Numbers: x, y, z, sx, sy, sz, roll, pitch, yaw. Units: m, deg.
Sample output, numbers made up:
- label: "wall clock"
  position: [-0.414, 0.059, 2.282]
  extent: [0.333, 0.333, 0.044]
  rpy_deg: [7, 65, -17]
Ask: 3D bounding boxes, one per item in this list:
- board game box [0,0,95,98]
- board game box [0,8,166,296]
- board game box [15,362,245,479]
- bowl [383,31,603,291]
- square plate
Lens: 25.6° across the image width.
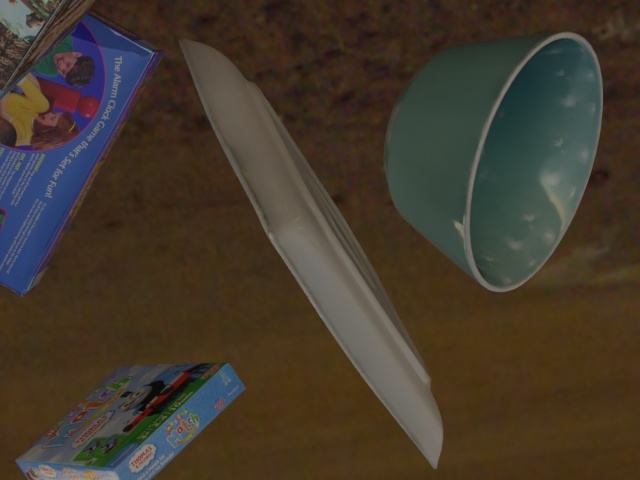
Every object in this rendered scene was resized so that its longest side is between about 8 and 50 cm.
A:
- label: "board game box"
  position: [-0.254, -0.289, 1.093]
  extent: [0.291, 0.232, 0.141]
  rpy_deg: [-41, -170, 44]
- label: "board game box"
  position: [-0.378, -0.140, 1.737]
  extent: [0.347, 0.233, 0.078]
  rpy_deg: [-59, -178, 9]
- label: "board game box"
  position: [-0.193, 0.185, 1.404]
  extent: [0.160, 0.039, 0.211]
  rpy_deg: [-43, -160, -33]
- label: "bowl"
  position: [0.189, -0.109, 1.660]
  extent: [0.163, 0.311, 0.311]
  rpy_deg: [20, 177, 32]
- label: "square plate"
  position: [0.000, 0.000, 1.326]
  extent: [0.049, 0.347, 0.344]
  rpy_deg: [-31, 129, 4]
